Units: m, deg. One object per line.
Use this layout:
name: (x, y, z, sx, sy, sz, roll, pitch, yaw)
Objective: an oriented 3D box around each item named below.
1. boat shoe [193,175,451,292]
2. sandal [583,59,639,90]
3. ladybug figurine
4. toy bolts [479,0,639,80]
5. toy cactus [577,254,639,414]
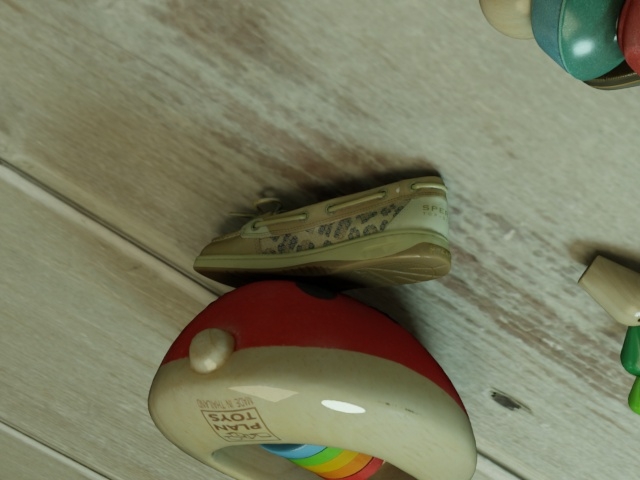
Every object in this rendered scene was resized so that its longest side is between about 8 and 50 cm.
boat shoe: (0.000, 0.000, 1.003, 0.285, 0.089, 0.104, -6, 160, 30)
sandal: (0.291, -0.139, 0.718, 0.219, 0.090, 0.060, -9, 149, 28)
ladybug figurine: (0.001, 0.163, 1.055, 0.305, 0.161, 0.449, -6, 153, 23)
toy bolts: (0.207, -0.192, 0.624, 0.158, 0.228, 0.218, 25, 174, 37)
toy cactus: (0.330, 0.071, 0.948, 0.180, 0.112, 0.219, 36, 144, 9)
